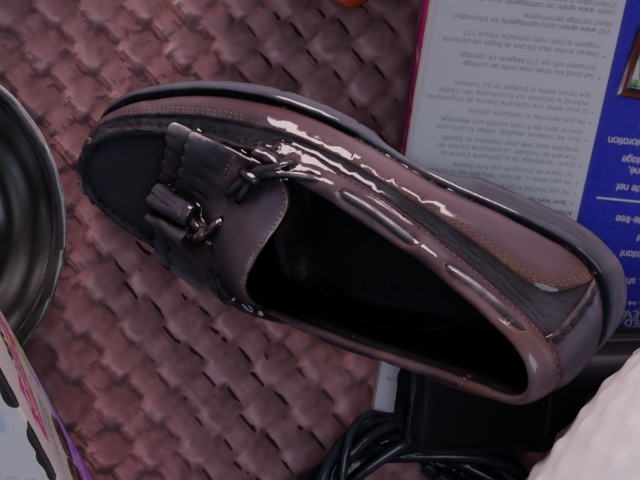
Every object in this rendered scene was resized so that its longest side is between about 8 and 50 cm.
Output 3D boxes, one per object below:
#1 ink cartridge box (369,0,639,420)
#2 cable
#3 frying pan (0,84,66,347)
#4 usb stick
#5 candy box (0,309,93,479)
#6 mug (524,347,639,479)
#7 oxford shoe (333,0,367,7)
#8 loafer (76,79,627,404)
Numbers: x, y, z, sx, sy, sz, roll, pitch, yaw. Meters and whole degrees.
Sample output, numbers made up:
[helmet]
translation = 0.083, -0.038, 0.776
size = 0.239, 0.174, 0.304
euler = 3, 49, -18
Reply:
[ink cartridge box]
translation = 0.133, -0.061, 1.015
size = 0.175, 0.069, 0.371
euler = 5, 120, -5
[cable]
translation = 0.062, 0.179, 1.065
size = 0.150, 0.047, 0.184
euler = -17, 93, -4
[frying pan]
translation = -0.294, 0.014, 1.035
size = 0.326, 0.053, 0.197
euler = -19, 93, -3
[usb stick]
translation = 0.178, 0.078, 1.042
size = 0.278, 0.045, 0.077
euler = -1, 125, -5
[candy box]
translation = -0.161, 0.112, 0.959
size = 0.070, 0.165, 0.196
euler = -26, 115, -5
[mug]
translation = 0.247, 0.184, 0.954
size = 0.276, 0.374, 0.328
euler = 39, 104, 37
[oxford shoe]
translation = 0.064, -0.304, 1.026
size = 0.132, 0.130, 0.364
euler = 33, 79, 13
[loafer]
translation = 0.000, 0.000, 0.981
size = 0.302, 0.095, 0.109
euler = 19, 126, 19
